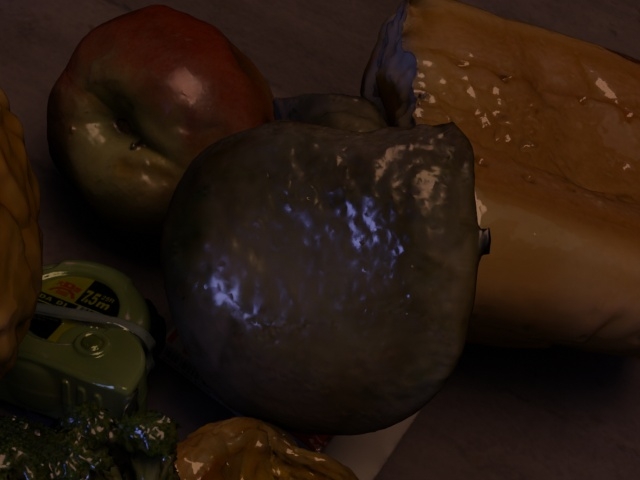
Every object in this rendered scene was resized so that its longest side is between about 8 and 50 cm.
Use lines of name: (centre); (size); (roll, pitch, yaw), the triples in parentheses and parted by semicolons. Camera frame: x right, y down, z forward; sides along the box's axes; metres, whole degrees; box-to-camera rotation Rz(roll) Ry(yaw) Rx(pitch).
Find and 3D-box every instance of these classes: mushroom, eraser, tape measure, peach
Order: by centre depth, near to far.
mushroom: (0.004, 0.005, 1.158); (0.212, 0.217, 0.292); (20, 75, -35)
tape measure: (-0.214, 0.086, 1.209); (0.177, 0.087, 0.154); (17, 43, 11)
eraser: (-0.018, 0.117, 1.321); (0.230, 0.038, 0.157); (37, 48, 4)
peach: (-0.140, -0.101, 1.335); (0.214, 0.214, 0.235); (53, 14, 18)

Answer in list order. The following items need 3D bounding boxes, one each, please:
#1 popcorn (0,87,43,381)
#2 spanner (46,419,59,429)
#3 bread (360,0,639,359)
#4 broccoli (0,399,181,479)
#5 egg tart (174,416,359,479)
popcorn: (-0.368, -0.019, 1.049); (0.390, 0.344, 0.354); (34, 49, 25)
spanner: (-0.266, 0.191, 1.162); (0.254, 0.015, 0.054); (-30, 69, -39)
bread: (0.209, -0.023, 1.407); (0.394, 0.250, 0.361); (14, 51, -21)
broccoli: (-0.201, 0.255, 0.924); (0.283, 0.321, 0.304); (34, 20, 30)
egg tart: (-0.047, 0.258, 1.140); (0.241, 0.106, 0.241); (23, 47, -27)
